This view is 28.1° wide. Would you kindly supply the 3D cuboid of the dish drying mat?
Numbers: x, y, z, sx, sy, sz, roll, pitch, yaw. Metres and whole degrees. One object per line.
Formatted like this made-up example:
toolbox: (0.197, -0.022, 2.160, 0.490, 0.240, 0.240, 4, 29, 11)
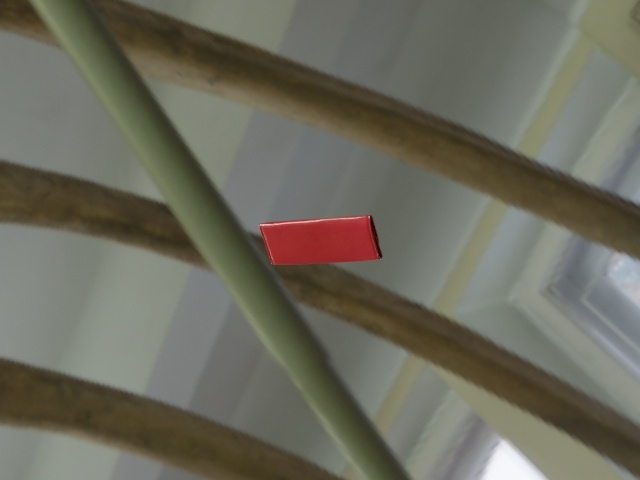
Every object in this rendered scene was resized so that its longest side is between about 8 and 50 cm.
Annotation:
dish drying mat: (0.000, 0.000, 0.837, 0.008, 0.083, 0.032, -47, -54, -50)
